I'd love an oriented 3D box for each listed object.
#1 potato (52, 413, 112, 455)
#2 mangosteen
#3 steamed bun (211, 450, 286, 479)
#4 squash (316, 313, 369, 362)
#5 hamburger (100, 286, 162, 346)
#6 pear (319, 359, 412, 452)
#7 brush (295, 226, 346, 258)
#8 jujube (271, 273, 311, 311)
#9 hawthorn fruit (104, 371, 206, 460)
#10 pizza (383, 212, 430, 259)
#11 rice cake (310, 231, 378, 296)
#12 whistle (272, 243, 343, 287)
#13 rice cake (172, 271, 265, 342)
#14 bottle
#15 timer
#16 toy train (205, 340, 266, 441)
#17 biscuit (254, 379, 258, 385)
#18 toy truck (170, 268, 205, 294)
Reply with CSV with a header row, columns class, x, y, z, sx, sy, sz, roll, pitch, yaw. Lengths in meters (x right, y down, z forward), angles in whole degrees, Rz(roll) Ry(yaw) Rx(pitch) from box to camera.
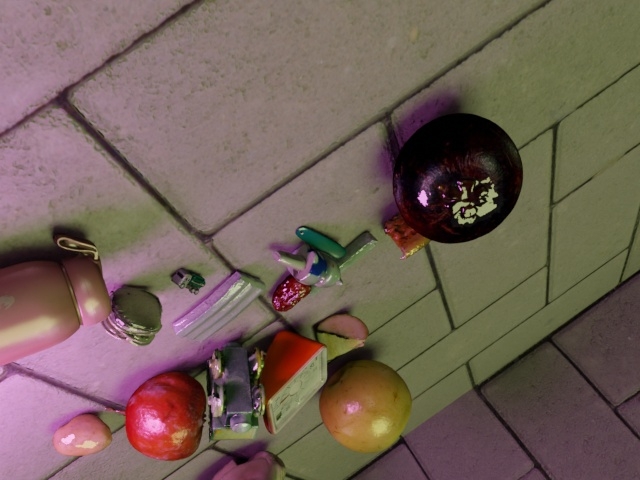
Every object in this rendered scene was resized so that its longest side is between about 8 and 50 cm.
class,x,y,z,sx,sy,sz,roll,pitch,yaw
potato,-0.629,0.516,1.640,0.147,0.112,0.112,-4,136,-30
mangosteen,0.323,-0.151,1.495,0.330,0.330,0.330,-24,146,-18
steamed bun,-0.308,0.989,2.406,0.368,0.255,0.342,-36,142,-60
squash,0.085,0.337,2.057,0.170,0.093,0.252,9,147,14
hamburger,-0.409,0.163,1.354,0.133,0.140,0.062,29,115,-19
pear,0.165,0.601,2.269,0.349,0.348,0.348,-24,146,-18
brush,0.000,0.000,1.624,0.043,0.032,0.193,-41,136,19
jujube,-0.081,0.142,1.684,0.129,0.077,0.077,-46,147,24
hawthorn fruit,-0.444,0.473,1.675,0.272,0.241,0.241,6,135,-10
pizza,0.252,-0.050,1.690,0.292,0.197,0.058,-52,121,-37
rice cake,0.056,0.066,1.738,0.245,0.045,0.042,-40,145,8
whistle,-0.026,0.066,1.609,0.245,0.110,0.092,24,106,-44
rice cake,-0.256,0.173,1.592,0.237,0.043,0.127,-40,149,9
bottle,-0.545,0.111,1.141,0.297,0.173,0.206,-18,110,-25
timer,-0.104,0.437,1.881,0.250,0.162,0.257,-58,161,-33
toy train,-0.238,0.416,1.714,0.159,0.271,0.188,3,135,-16
biscuit,-0.203,0.524,2.121,0.232,0.013,0.236,-16,142,-28
toy truck,-0.307,0.094,1.450,0.044,0.039,0.083,-55,148,-1
